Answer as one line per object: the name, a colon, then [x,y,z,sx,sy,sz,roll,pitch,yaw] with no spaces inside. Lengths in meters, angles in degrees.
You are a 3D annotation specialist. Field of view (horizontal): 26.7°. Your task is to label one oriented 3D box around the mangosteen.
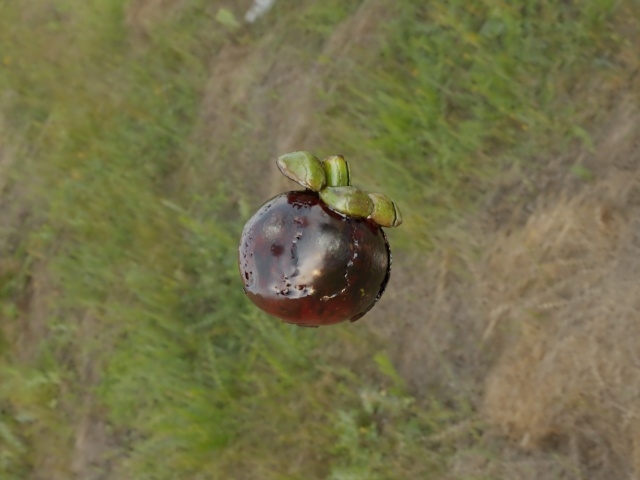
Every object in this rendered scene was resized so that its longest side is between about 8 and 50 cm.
mangosteen: [0.000,0.000,1.379,0.166,0.166,0.180,37,111,61]
